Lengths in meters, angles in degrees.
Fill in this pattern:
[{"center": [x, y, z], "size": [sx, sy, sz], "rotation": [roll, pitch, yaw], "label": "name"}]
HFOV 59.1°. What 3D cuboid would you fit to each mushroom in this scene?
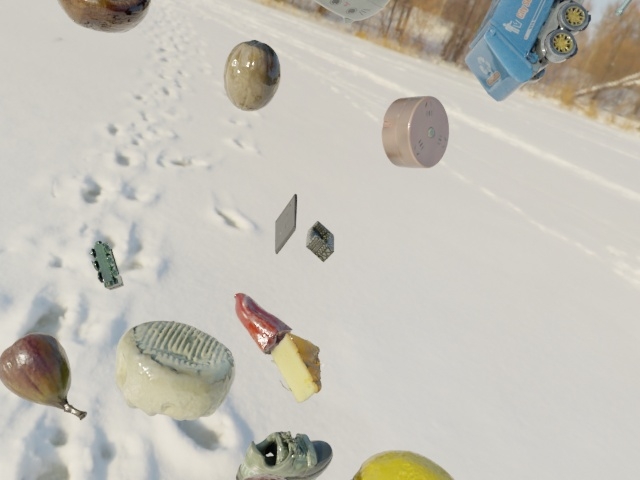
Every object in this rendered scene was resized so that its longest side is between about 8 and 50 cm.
[{"center": [-0.524, -0.578, 1.381], "size": [0.231, 0.138, 0.194], "rotation": [-30, 75, -42], "label": "mushroom"}]

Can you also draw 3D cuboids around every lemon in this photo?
[{"center": [0.197, 0.599, 1.277], "size": [0.288, 0.234, 0.233], "rotation": [21, 21, 10], "label": "lemon"}]

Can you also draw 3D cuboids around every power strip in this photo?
[{"center": [0.205, -0.228, 1.196], "size": [0.154, 0.154, 0.078], "rotation": [-2, 8, -44], "label": "power strip"}]

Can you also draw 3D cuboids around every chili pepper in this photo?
[{"center": [-0.223, 0.277, 1.945], "size": [0.252, 0.136, 0.144], "rotation": [42, 51, 17], "label": "chili pepper"}]

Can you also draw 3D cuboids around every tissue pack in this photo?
[{"center": [0.068, -0.812, 1.687], "size": [0.333, 0.236, 0.229], "rotation": [6, 53, -49], "label": "tissue pack"}]

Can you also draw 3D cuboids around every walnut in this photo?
[{"center": [-0.162, -0.389, 1.334], "size": [0.140, 0.162, 0.140], "rotation": [2, 28, -1], "label": "walnut"}]

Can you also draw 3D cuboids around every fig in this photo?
[{"center": [-0.719, 0.373, 1.496], "size": [0.274, 0.170, 0.145], "rotation": [46, 1, 4], "label": "fig"}]

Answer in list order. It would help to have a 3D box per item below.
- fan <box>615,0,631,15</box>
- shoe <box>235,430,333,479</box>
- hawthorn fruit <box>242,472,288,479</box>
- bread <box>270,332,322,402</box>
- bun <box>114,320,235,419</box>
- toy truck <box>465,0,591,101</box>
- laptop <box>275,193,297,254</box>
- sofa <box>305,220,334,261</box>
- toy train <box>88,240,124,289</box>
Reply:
[{"center": [0.723, -0.587, 1.245], "size": [0.016, 0.193, 0.038], "rotation": [6, 36, -39], "label": "fan"}, {"center": [-0.074, 0.561, 1.488], "size": [0.293, 0.149, 0.109], "rotation": [-3, 35, -35], "label": "shoe"}, {"center": [-0.102, 0.509, 1.041], "size": [0.157, 0.157, 0.194], "rotation": [26, -2, 15], "label": "hawthorn fruit"}, {"center": [-0.051, 0.255, 1.097], "size": [0.080, 0.084, 0.109], "rotation": [26, 35, -25], "label": "bread"}, {"center": [-0.440, 0.395, 1.680], "size": [0.359, 0.211, 0.360], "rotation": [21, 15, -6], "label": "bun"}, {"center": [0.436, -0.460, 1.126], "size": [0.175, 0.367, 0.146], "rotation": [28, -8, -3], "label": "toy truck"}, {"center": [-0.116, -0.050, 1.847], "size": [0.016, 0.197, 0.135], "rotation": [10, 60, -19], "label": "laptop"}, {"center": [0.000, 0.000, 1.318], "size": [0.060, 0.039, 0.118], "rotation": [40, 16, -12], "label": "sofa"}, {"center": [-0.743, 0.086, 1.959], "size": [0.071, 0.171, 0.111], "rotation": [-19, -13, -7], "label": "toy train"}]
